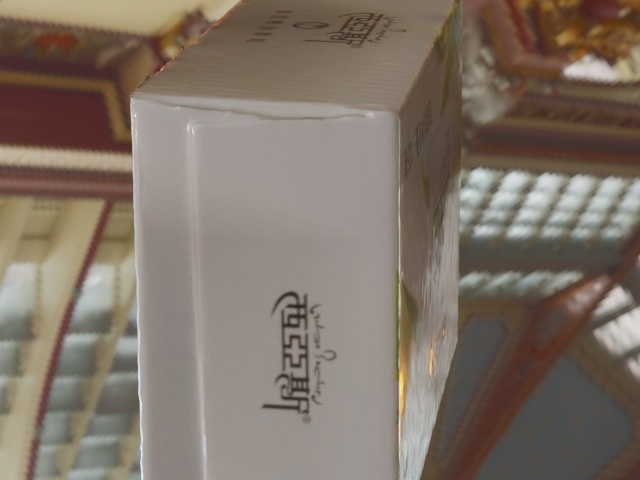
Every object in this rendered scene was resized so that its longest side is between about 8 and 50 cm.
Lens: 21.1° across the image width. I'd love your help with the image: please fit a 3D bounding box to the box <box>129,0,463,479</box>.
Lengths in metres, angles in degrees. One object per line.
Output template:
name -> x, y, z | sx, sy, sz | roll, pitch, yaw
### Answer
box -> 0.000, 0.000, 0.757 | 0.260, 0.111, 0.194 | -68, -21, -69
